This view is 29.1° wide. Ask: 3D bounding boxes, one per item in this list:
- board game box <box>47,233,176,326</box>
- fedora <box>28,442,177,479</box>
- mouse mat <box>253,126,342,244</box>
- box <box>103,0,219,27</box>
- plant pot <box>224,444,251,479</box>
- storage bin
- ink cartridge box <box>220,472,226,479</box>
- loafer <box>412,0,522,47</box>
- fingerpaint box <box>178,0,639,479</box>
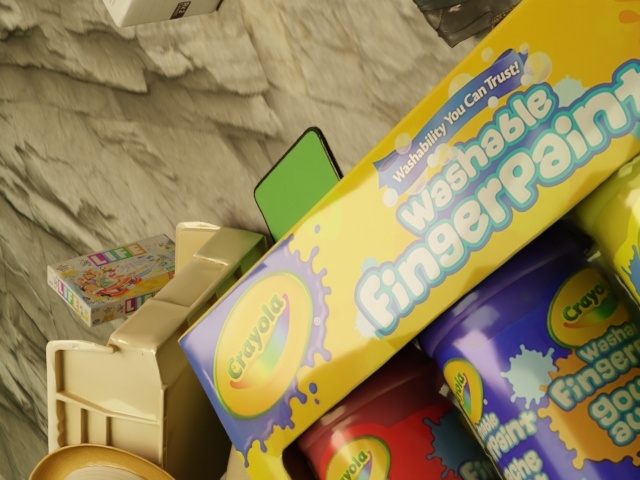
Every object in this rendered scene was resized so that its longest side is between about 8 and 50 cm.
[{"bbox_3d":[-0.221,0.044,1.416,0.103,0.154,0.026,36,131,41],"label":"board game box"},{"bbox_3d":[-0.198,0.279,1.138,0.194,0.079,0.194,9,119,18],"label":"fedora"},{"bbox_3d":[0.000,0.000,1.220,0.152,0.007,0.190,-42,70,53],"label":"mouse mat"},{"bbox_3d":[-0.160,-0.338,1.202,0.182,0.119,0.181,61,144,17],"label":"box"},{"bbox_3d":[0.009,0.250,1.132,0.256,0.256,0.274,-18,77,56],"label":"plant pot"},{"bbox_3d":[-0.156,0.146,1.255,0.123,0.262,0.260,15,120,17],"label":"storage bin"},{"bbox_3d":[-0.208,0.300,1.529,0.176,0.128,0.127,51,139,28],"label":"ink cartridge box"},{"bbox_3d":[0.140,-0.181,0.912,0.170,0.062,0.061,5,130,57],"label":"loafer"},{"bbox_3d":[0.158,0.090,0.785,0.445,0.163,0.371,-43,67,33],"label":"fingerpaint box"}]
